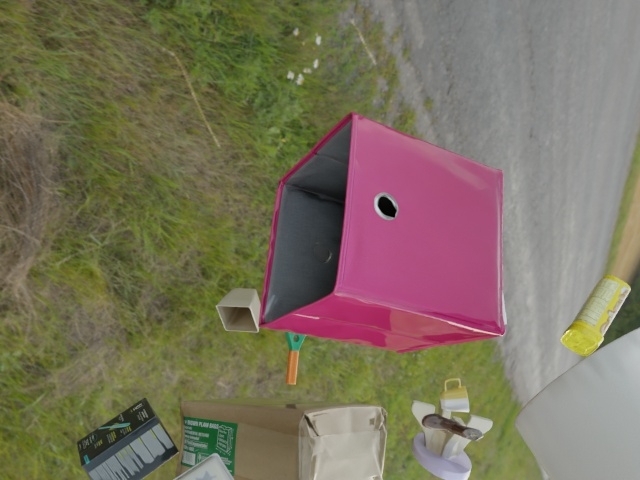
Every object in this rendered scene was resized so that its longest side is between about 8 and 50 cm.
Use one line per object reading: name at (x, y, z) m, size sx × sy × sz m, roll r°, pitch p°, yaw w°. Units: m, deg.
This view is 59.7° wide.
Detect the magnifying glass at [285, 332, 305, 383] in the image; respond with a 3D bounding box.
magnifying glass at (-0.073, 0.284, 1.567) m, size 0.092 × 0.026 × 0.230 m, roll 14°, pitch 73°, yaw -38°

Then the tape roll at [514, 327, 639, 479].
tape roll at (0.382, 0.229, 0.657) m, size 0.246 × 0.169 × 0.246 m, roll -19°, pitch 143°, yaw -15°

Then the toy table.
toy table at (0.389, 0.601, 1.720) m, size 0.274 × 0.253 × 0.160 m, roll -154°, pitch -102°, yaw -78°

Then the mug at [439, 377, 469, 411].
mug at (0.325, 0.383, 1.368) m, size 0.062 × 0.064 × 0.078 m, roll 73°, pitch 12°, yaw -58°

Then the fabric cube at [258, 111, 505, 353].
fabric cube at (0.086, 0.012, 0.821) m, size 0.258 × 0.259 × 0.253 m, roll 16°, pitch 67°, yaw -22°

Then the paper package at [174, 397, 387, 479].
paper package at (-0.078, 0.413, 1.139) m, size 0.310 × 0.325 × 0.168 m, roll 22°, pitch 67°, yaw -54°

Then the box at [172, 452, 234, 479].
box at (-0.139, 0.398, 0.689) m, size 0.127 × 0.148 × 0.232 m, roll -27°, pitch 145°, yaw -26°

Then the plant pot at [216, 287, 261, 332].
plant pot at (-0.235, 0.202, 1.681) m, size 0.096 × 0.109 × 0.109 m, roll -71°, pitch 156°, yaw -48°

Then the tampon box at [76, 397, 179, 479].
tampon box at (-0.396, 0.426, 1.149) m, size 0.161 × 0.120 × 0.101 m, roll -32°, pitch 108°, yaw -21°

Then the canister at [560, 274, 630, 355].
canister at (0.653, 0.177, 1.324) m, size 0.170 × 0.073 × 0.126 m, roll -51°, pitch 158°, yaw -16°

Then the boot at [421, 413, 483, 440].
boot at (0.306, 0.436, 1.297) m, size 0.107 × 0.114 × 0.037 m, roll 10°, pitch 85°, yaw -18°

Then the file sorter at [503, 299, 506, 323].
file sorter at (0.428, 0.111, 1.664) m, size 0.192 × 0.173 × 0.277 m, roll -101°, pitch 173°, yaw -55°
